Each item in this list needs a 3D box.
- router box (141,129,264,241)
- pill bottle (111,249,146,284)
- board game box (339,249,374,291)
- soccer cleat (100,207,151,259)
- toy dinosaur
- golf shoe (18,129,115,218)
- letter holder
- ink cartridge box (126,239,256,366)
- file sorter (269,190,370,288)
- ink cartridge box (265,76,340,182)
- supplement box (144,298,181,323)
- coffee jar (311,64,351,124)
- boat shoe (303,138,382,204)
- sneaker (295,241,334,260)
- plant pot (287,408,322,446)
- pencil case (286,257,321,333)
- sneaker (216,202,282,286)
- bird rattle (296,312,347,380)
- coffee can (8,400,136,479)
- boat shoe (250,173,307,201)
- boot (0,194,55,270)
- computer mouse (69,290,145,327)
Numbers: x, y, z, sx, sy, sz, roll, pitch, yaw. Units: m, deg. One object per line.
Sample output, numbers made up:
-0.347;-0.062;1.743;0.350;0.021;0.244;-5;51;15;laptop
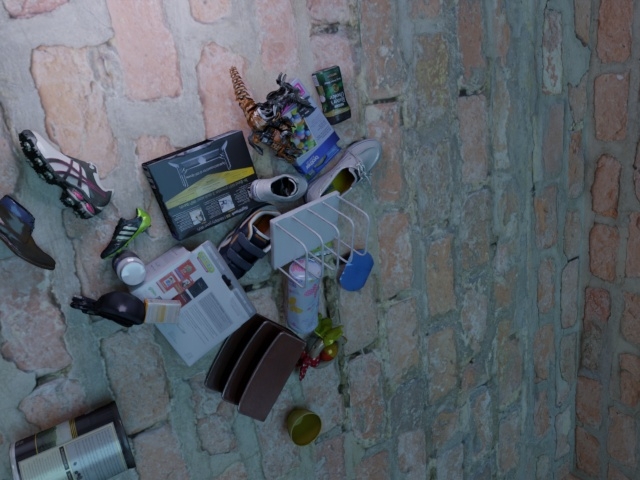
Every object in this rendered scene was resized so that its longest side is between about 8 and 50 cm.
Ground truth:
-0.346;-0.173;1.464;0.308;0.081;0.243;-27;114;-24;router box
-0.544;0.079;1.365;0.078;0.137;0.078;-7;104;-30;pill bottle
0.134;0.114;1.858;0.133;0.033;0.169;21;95;-38;board game box
-0.570;-0.020;1.380;0.179;0.060;0.072;-47;111;-22;soccer cleat
-0.149;-0.380;1.444;0.218;0.164;0.322;-40;141;4;toy dinosaur
-0.670;-0.185;1.266;0.120;0.105;0.273;-51;129;-30;golf shoe
-0.227;0.420;1.634;0.214;0.152;0.302;33;83;-31;letter holder
-0.393;0.178;1.485;0.271;0.130;0.310;-36;118;-18;ink cartridge box
0.000;0.000;1.539;0.277;0.173;0.193;-27;136;-32;file sorter
-0.060;-0.362;1.613;0.186;0.065;0.311;-47;122;-14;ink cartridge box
-0.450;0.201;1.356;0.098;0.036;0.062;8;100;-30;supplement box
0.041;-0.491;1.632;0.096;0.079;0.185;-29;115;-23;coffee jar
0.110;-0.234;1.688;0.367;0.156;0.136;-38;118;-19;boat shoe
-0.050;0.017;1.701;0.208;0.081;0.094;-14;100;-35;sneaker
-0.075;0.695;1.821;0.134;0.095;0.135;-8;106;-30;plant pot
-0.054;0.195;1.664;0.124;0.113;0.273;-34;140;-40;pencil case
-0.240;0.017;1.550;0.126;0.127;0.321;34;84;-34;sneaker
0.010;0.419;1.800;0.206;0.143;0.254;32;87;-49;bird rattle
-0.692;0.607;1.355;0.275;0.201;0.202;-18;110;-27;coffee can
-0.109;-0.174;1.554;0.267;0.088;0.096;-8;95;-56;boat shoe
-0.763;-0.018;1.242;0.219;0.082;0.106;43;80;-29;boot
-0.561;0.181;1.317;0.188;0.272;0.072;31;64;-31;computer mouse
